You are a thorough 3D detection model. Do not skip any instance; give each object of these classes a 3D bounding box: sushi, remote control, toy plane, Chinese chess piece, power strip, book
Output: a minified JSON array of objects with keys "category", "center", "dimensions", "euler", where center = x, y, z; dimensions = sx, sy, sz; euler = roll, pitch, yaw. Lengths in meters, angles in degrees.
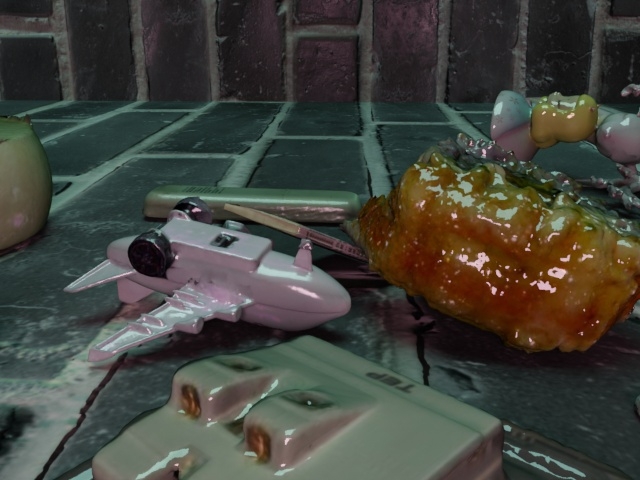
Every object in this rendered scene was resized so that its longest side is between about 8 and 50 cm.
[{"category":"sushi","center":[0.154,-0.004,0.664],"dimensions":[0.274,0.139,0.184],"euler":[25,20,9]},{"category":"remote control","center":[-0.095,-0.052,1.045],"dimensions":[0.310,0.038,0.090],"euler":[2,16,3]},{"category":"toy plane","center":[-0.095,0.028,0.672],"dimensions":[0.255,0.101,0.251],"euler":[6,28,19]},{"category":"Chinese chess piece","center":[-0.520,-0.071,0.923],"dimensions":[0.349,0.146,0.349],"euler":[0,17,0]},{"category":"power strip","center":[-0.003,0.122,0.376],"dimensions":[0.257,0.092,0.251],"euler":[16,22,40]},{"category":"book","center":[0.000,0.000,0.781],"dimensions":[0.182,0.014,0.127],"euler":[21,-2,-43]}]

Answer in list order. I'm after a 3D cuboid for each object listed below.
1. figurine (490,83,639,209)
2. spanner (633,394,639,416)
[{"category":"figurine","center":[0.422,-0.149,1.153],"dimensions":[0.316,0.206,0.284],"euler":[2,10,27]},{"category":"spanner","center":[0.202,0.150,0.414],"dimensions":[0.071,0.017,0.302],"euler":[8,18,25]}]
